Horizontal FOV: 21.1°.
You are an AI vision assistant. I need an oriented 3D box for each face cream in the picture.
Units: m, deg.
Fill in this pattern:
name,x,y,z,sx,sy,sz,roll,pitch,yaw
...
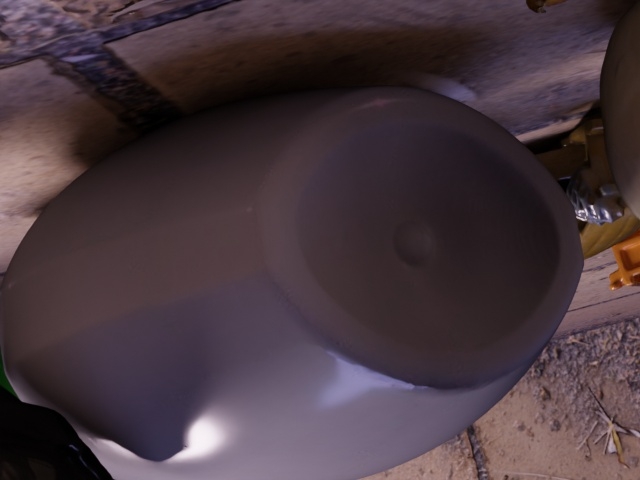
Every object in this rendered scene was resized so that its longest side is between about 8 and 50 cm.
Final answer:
name,x,y,z,sx,sy,sz,roll,pitch,yaw
face cream,-0.037,0.042,1.025,0.312,0.220,0.357,-1,166,-34

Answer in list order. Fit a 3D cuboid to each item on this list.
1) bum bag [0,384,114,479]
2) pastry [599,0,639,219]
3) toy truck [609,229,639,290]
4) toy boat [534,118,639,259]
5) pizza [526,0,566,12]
name,x,y,z,sx,sy,sz,roll,pitch,yaw
bum bag,-0.233,0.091,0.947,0.095,0.340,0.144,-55,157,-9
pastry,0.275,-0.096,0.949,0.264,0.133,0.265,-15,171,-2
toy truck,0.341,-0.013,1.585,0.135,0.114,0.270,-23,167,27
toy boat,0.179,-0.026,1.356,0.121,0.089,0.321,-6,171,-10
pizza,0.133,-0.136,0.868,0.037,0.016,0.083,-5,163,-39
